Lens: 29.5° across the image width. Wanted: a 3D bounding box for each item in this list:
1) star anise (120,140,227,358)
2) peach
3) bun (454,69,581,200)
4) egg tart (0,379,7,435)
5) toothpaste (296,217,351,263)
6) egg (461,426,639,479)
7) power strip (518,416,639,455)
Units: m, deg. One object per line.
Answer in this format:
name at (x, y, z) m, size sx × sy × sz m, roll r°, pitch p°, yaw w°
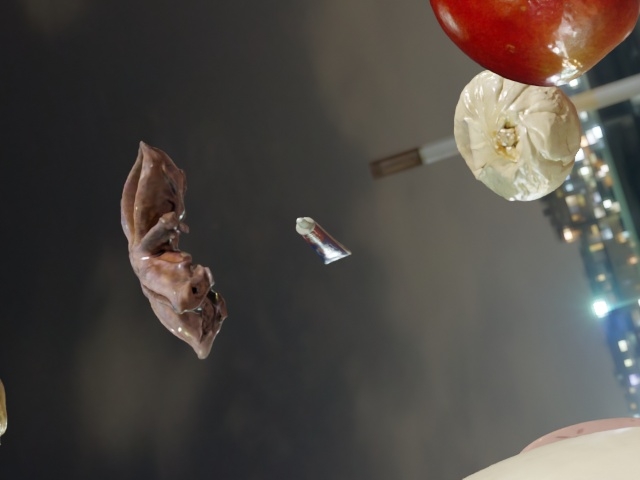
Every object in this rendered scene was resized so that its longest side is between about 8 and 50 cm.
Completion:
star anise at (-0.194, 0.024, 1.599) m, size 0.198 × 0.111 × 0.257 m, roll 111°, pitch 138°, yaw -61°
peach at (0.222, -0.280, 1.294) m, size 0.243 × 0.199 × 0.243 m, roll 36°, pitch 170°, yaw 7°
bun at (0.253, -0.135, 1.580) m, size 0.111 × 0.164 × 0.188 m, roll -55°, pitch -31°, yaw -45°
egg tart at (-0.517, 0.188, 1.566) m, size 0.118 × 0.288 × 0.288 m, roll -32°, pitch -74°, yaw -43°
toothpaste at (0.000, 0.000, 1.451) m, size 0.140 × 0.037 × 0.021 m, roll 45°, pitch -154°, yaw -61°
egg at (0.098, 0.174, 0.528) m, size 0.174 × 0.286 × 0.264 m, roll 39°, pitch 166°, yaw -5°
power strip at (0.208, 0.184, 0.838) m, size 0.154 × 0.154 × 0.078 m, roll -58°, pitch -41°, yaw -72°
